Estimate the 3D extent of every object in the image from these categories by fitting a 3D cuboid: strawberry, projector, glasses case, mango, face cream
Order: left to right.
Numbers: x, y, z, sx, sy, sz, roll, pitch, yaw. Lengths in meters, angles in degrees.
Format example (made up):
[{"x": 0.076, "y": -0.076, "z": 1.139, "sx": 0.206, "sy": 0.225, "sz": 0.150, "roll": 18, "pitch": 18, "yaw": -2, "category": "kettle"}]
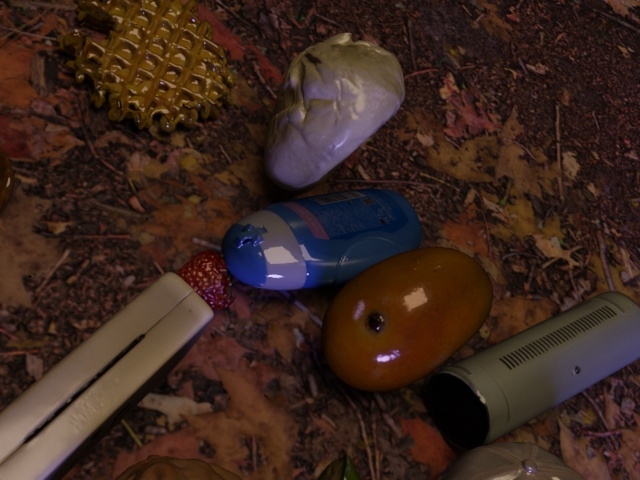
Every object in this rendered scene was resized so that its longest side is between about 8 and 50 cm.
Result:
[{"x": -0.235, "y": 0.162, "z": 0.818, "sx": 0.070, "sy": 0.131, "sz": 0.313, "roll": 43, "pitch": 50, "yaw": 3, "category": "glasses case"}, {"x": -0.140, "y": 0.050, "z": 0.985, "sx": 0.083, "sy": 0.073, "sz": 0.073, "roll": -13, "pitch": 64, "yaw": -7, "category": "strawberry"}, {"x": 0.000, "y": 0.000, "z": 1.068, "sx": 0.264, "sy": 0.083, "sz": 0.149, "roll": -12, "pitch": 42, "yaw": -33, "category": "face cream"}, {"x": 0.114, "y": 0.084, "z": 1.019, "sx": 0.254, "sy": 0.175, "sz": 0.139, "roll": -25, "pitch": 72, "yaw": -37, "category": "mango"}, {"x": 0.290, "y": 0.160, "z": 1.105, "sx": 0.337, "sy": 0.108, "sz": 0.108, "roll": -18, "pitch": 69, "yaw": -35, "category": "projector"}]

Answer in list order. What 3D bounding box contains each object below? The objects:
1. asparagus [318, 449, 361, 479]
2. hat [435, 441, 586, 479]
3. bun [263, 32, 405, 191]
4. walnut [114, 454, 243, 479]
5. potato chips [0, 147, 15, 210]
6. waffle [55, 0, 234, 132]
[{"x": 0.072, "y": 0.357, "z": 0.892, "sx": 0.067, "sy": 0.060, "sz": 0.277, "roll": -33, "pitch": 75, "yaw": -2, "category": "asparagus"}, {"x": 0.234, "y": 0.351, "z": 0.925, "sx": 0.232, "sy": 0.161, "sz": 0.275, "roll": -18, "pitch": 72, "yaw": -30, "category": "hat"}, {"x": 0.005, "y": -0.170, "z": 1.101, "sx": 0.145, "sy": 0.229, "sz": 0.229, "roll": 51, "pitch": 50, "yaw": -4, "category": "bun"}, {"x": -0.124, "y": 0.307, "z": 0.742, "sx": 0.198, "sy": 0.198, "sz": 0.245, "roll": 3, "pitch": 66, "yaw": -26, "category": "walnut"}, {"x": -0.422, "y": -0.040, "z": 0.906, "sx": 0.150, "sy": 0.049, "sz": 0.201, "roll": 29, "pitch": 48, "yaw": -14, "category": "potato chips"}, {"x": -0.225, "y": -0.245, "z": 1.144, "sx": 0.229, "sy": 0.051, "sz": 0.231, "roll": -22, "pitch": 72, "yaw": -39, "category": "waffle"}]
